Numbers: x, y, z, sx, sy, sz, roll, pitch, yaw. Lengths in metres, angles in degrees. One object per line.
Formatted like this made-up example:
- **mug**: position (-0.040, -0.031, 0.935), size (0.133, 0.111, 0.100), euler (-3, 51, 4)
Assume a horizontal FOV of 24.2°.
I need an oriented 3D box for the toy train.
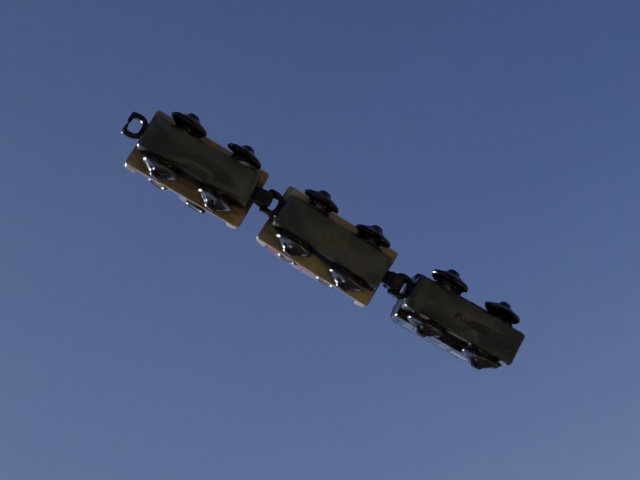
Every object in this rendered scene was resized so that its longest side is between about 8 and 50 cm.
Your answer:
- **toy train**: position (0.000, 0.000, 0.525), size (0.027, 0.158, 0.036), euler (-60, 3, -12)
